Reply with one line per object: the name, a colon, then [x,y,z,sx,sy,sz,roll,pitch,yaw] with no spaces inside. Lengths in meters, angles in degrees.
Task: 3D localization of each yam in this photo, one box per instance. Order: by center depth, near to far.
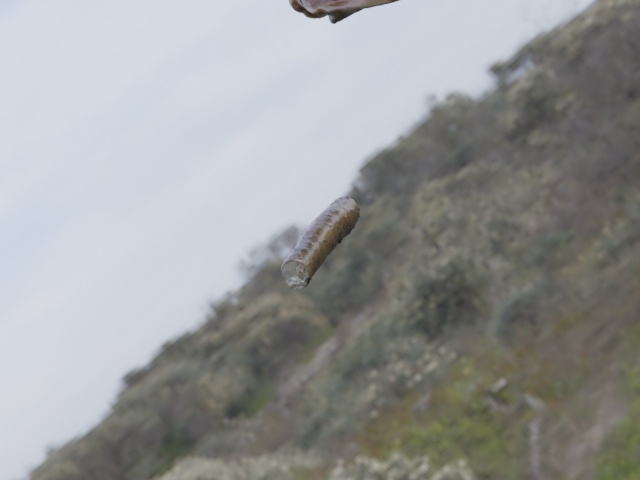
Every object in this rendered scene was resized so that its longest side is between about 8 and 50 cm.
yam: [0.000,0.000,1.367,0.032,0.032,0.145,-40,5,27]

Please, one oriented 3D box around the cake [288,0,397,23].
cake: [0.069,-0.301,1.435,0.196,0.199,0.293,-4,22,33]
